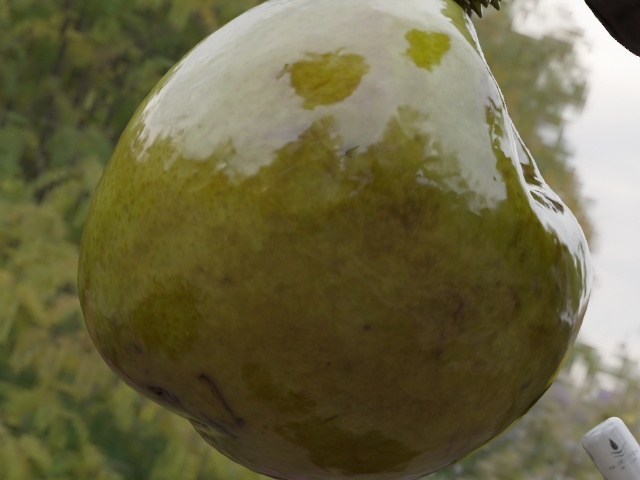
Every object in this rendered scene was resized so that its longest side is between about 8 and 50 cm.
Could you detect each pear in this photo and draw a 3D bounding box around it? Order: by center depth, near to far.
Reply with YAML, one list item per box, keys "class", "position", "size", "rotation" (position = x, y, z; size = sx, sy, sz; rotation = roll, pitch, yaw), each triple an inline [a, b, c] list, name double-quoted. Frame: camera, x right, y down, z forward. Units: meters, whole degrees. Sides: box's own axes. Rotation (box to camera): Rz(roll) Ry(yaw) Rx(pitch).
- class: "pear"
  position: [0.000, 0.000, 1.177]
  size: [0.304, 0.304, 0.304]
  rotation: [19, -4, 2]

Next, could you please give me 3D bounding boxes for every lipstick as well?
- class: "lipstick"
  position: [0.261, 0.207, 1.566]
  size: [0.141, 0.040, 0.040]
  rotation: [55, -1, 7]

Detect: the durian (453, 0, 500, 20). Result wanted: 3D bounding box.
- class: "durian"
  position: [0.038, -0.286, 1.463]
  size: [0.291, 0.291, 0.224]
  rotation: [19, 12, 6]

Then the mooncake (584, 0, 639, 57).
- class: "mooncake"
  position: [0.285, -0.282, 1.558]
  size: [0.283, 0.283, 0.141]
  rotation: [23, -36, -39]
